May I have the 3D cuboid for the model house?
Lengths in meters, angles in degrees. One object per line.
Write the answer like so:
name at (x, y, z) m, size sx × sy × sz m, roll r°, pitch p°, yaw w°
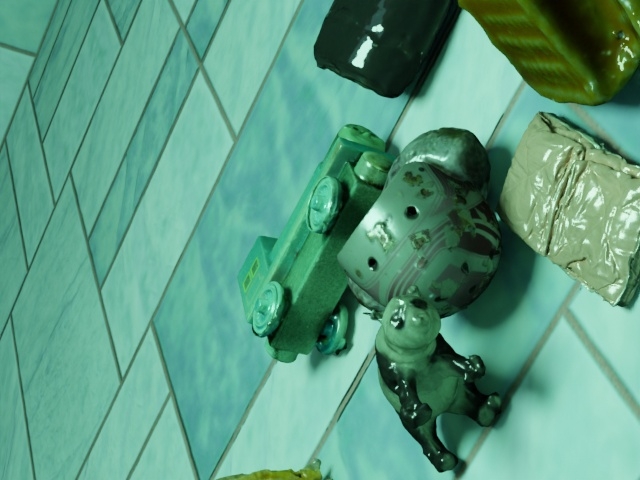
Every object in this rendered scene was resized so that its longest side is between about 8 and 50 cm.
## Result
model house at (0.241, -0.241, 1.200) m, size 0.268 × 0.173 × 0.239 m, roll -157°, pitch 66°, yaw -66°

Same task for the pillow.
pillow at (0.240, -0.036, 1.246) m, size 0.232 × 0.043 × 0.126 m, roll 46°, pitch 123°, yaw 57°

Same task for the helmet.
helmet at (0.117, 0.018, 1.317) m, size 0.153 × 0.177 × 0.107 m, roll -56°, pitch 40°, yaw 13°

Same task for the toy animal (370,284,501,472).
toy animal at (0.103, 0.128, 1.281) m, size 0.094 × 0.225 × 0.121 m, roll -34°, pitch 58°, yaw -3°

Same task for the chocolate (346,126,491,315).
chocolate at (0.103, -0.022, 1.433) m, size 0.248 × 0.110 × 0.110 m, roll -56°, pitch 32°, yaw 32°

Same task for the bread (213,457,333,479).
bread at (-0.060, 0.339, 1.520) m, size 0.127 × 0.152 × 0.147 m, roll -56°, pitch 41°, yaw 35°

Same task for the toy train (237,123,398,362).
toy train at (0.000, 0.000, 1.609) m, size 0.298 × 0.120 × 0.194 m, roll -61°, pitch 25°, yaw 26°

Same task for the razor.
razor at (0.104, -0.338, 1.587) m, size 0.327 × 0.107 × 0.189 m, roll -68°, pitch 27°, yaw 11°
